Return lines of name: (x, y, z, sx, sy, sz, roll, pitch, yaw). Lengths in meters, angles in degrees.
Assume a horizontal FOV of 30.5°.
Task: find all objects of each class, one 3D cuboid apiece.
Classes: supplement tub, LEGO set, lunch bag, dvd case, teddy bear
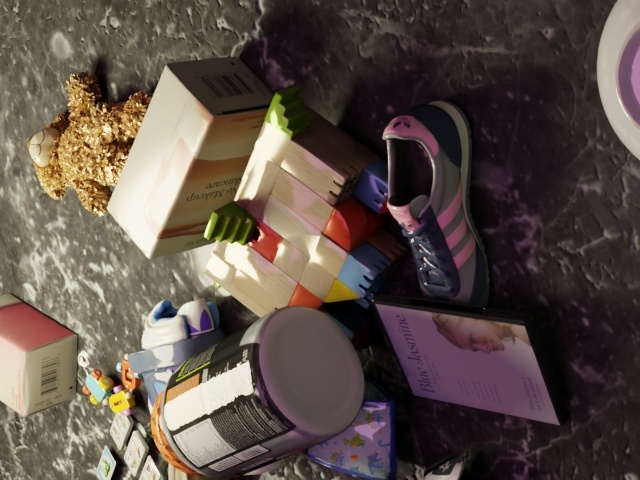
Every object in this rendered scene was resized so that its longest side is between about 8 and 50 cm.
supplement tub: (-0.101, 0.229, 1.689, 0.316, 0.193, 0.193, -31, 81, 45)
LEGO set: (-0.357, 0.458, 2.228, 0.182, 0.060, 0.244, 50, 131, 37)
lunch bag: (0.057, 0.275, 1.731, 0.151, 0.096, 0.129, 16, 113, 50)
dvd case: (0.196, 0.156, 1.566, 0.253, 0.022, 0.180, 6, 131, 43)
teddy bear: (-0.393, -0.162, 2.017, 0.338, 0.113, 0.245, 20, 113, 38)

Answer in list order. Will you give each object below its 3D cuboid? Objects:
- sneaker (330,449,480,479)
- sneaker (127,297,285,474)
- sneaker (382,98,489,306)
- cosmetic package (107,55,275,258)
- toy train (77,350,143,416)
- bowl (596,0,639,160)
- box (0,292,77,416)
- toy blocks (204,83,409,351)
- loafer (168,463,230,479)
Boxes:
sneaker: (0.139, 0.342, 1.632, 0.235, 0.094, 0.153, 24, 108, 0)
sneaker: (-0.183, 0.220, 1.915, 0.323, 0.130, 0.236, 24, 122, 43)
sneaker: (0.137, -0.018, 1.541, 0.112, 0.131, 0.319, -1, 103, 42)
cosmetic package: (-0.198, -0.127, 1.814, 0.129, 0.153, 0.296, 49, 131, 23)
toy train: (-0.377, 0.256, 2.172, 0.166, 0.046, 0.125, 8, 106, 39)
bowl: (0.407, -0.181, 1.240, 0.298, 0.134, 0.298, 14, 110, 40)
box: (-0.600, 0.223, 2.313, 0.232, 0.127, 0.148, 23, 118, 37)
toy blocks: (0.000, 0.000, 1.671, 0.261, 0.191, 0.381, 36, 126, 16)
loafer: (-0.180, 0.448, 2.005, 0.092, 0.102, 0.268, -1, 117, 32)
